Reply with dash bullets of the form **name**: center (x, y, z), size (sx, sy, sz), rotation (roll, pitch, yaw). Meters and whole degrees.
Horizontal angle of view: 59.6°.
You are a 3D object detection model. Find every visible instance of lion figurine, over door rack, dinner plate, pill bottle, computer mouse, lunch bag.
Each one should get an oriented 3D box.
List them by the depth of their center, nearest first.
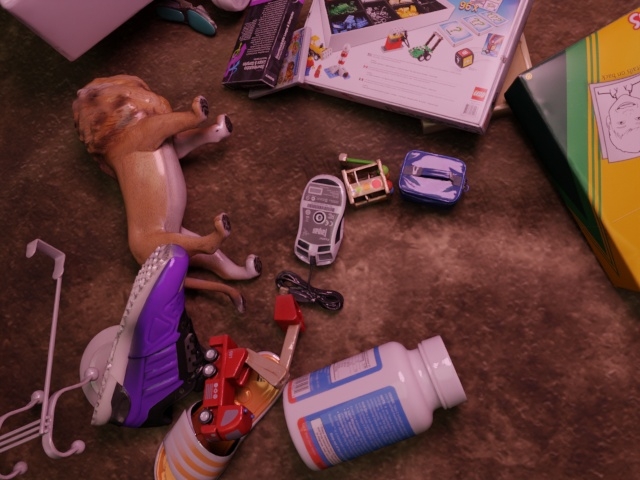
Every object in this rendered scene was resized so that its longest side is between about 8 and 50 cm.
- **pill bottle**: center (0.073, 0.209, 0.739), size (0.222, 0.124, 0.124), rotation (-22, 79, 7)
- **lunch bag**: center (0.161, -0.084, 0.793), size (0.098, 0.065, 0.067), rotation (13, 85, 13)
- **computer mouse**: center (0.000, 0.000, 0.826), size (0.106, 0.042, 0.193), rotation (12, 90, 17)
- **lion figurine**: center (-0.241, -0.070, 0.832), size (0.240, 0.142, 0.392), rotation (-11, 84, 16)
- **over door rack**: center (-0.465, 0.192, 0.845), size (0.240, 0.108, 0.324), rotation (-24, 65, 15)
- **dinner plate**: center (-0.313, 0.202, 0.867), size (0.141, 0.017, 0.141), rotation (-1, 83, 9)

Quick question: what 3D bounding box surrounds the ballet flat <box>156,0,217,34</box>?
- **ballet flat**: center (-0.214, -0.375, 0.920), size (0.114, 0.041, 0.041), rotation (22, 87, 12)

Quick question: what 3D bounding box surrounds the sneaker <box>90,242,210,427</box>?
- **sneaker**: center (-0.214, 0.145, 0.795), size (0.146, 0.102, 0.293), rotation (19, 108, -18)

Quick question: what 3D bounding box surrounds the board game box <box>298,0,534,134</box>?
- **board game box**: center (0.119, -0.284, 0.798), size (0.305, 0.053, 0.193), rotation (22, 94, 23)

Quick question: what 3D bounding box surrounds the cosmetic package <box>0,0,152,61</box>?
- **cosmetic package**: center (-0.259, -0.491, 0.763), size (0.453, 0.161, 0.230), rotation (-36, 79, 1)

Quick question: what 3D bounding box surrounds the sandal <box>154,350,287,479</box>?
- **sandal**: center (-0.155, 0.265, 0.797), size (0.102, 0.076, 0.265), rotation (39, 91, 13)

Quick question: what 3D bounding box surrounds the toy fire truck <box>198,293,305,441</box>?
- **toy fire truck**: center (-0.091, 0.175, 0.772), size (0.135, 0.047, 0.192), rotation (-9, 55, 11)

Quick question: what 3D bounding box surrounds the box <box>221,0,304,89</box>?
- **box**: center (-0.087, -0.312, 0.861), size (0.116, 0.029, 0.162), rotation (15, 83, 48)

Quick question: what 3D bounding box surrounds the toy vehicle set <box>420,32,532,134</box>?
- **toy vehicle set**: center (0.209, -0.305, 0.830), size (0.166, 0.035, 0.266), rotation (-11, 80, 9)

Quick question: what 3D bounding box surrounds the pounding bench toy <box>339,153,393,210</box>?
- **pounding bench toy**: center (0.068, -0.096, 0.819), size (0.065, 0.052, 0.083), rotation (-17, 79, 8)

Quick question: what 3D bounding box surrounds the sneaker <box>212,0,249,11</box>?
- **sneaker**: center (-0.194, -0.491, 0.904), size (0.169, 0.108, 0.292), rotation (-2, 73, 13)

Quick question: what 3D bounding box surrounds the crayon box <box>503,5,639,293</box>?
- **crayon box**: center (0.478, -0.154, 0.705), size (0.363, 0.106, 0.313), rotation (-29, 86, 6)

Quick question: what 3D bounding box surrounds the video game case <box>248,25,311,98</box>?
- **video game case**: center (-0.063, -0.269, 0.852), size (0.122, 0.011, 0.087), rotation (-1, 77, 47)
